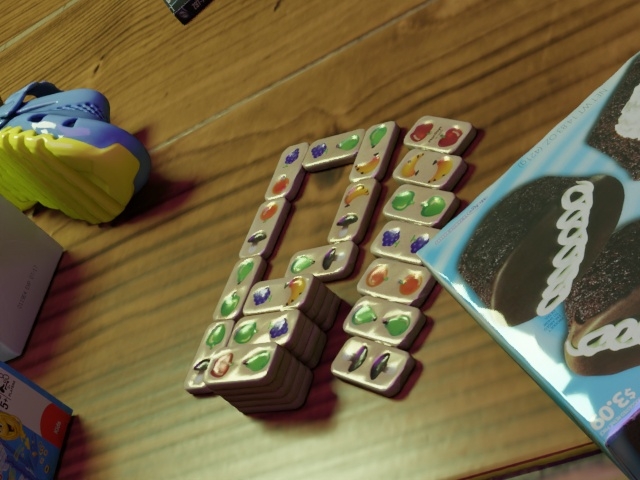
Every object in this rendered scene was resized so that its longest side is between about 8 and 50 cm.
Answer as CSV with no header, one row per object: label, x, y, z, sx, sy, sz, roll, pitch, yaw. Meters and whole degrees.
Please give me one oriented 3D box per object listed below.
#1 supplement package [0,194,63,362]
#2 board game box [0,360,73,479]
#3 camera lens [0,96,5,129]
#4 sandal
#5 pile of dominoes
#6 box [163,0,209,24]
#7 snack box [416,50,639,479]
supplement package,-0.392,0.055,0.973,0.244,0.134,0.139,-22,39,29
board game box,-0.347,0.270,0.733,0.308,0.086,0.302,-26,37,25
camera lens,-0.510,-0.094,1.182,0.219,0.219,0.274,-14,44,37
sandal,-0.262,-0.103,1.029,0.317,0.126,0.138,11,57,50
pile of dominoes,0.000,0.000,0.710,0.196,0.040,0.251,-12,45,39
box,-0.152,-0.294,1.210,0.067,0.018,0.083,-41,33,5
snack box,0.219,-0.045,0.512,0.322,0.060,0.187,-42,34,1
